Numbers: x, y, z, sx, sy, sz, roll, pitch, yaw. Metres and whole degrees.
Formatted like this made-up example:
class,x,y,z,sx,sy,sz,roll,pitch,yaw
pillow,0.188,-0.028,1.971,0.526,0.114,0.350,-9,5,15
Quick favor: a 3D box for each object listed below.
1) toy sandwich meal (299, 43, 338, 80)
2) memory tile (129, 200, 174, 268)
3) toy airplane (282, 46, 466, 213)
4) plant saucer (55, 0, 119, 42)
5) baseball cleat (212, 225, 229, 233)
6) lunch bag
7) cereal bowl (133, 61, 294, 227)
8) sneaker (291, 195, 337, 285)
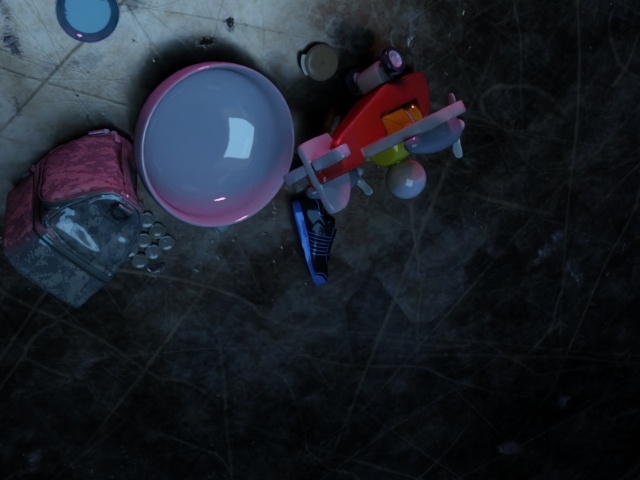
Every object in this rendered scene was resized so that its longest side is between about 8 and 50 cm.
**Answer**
class,x,y,z,sx,sy,sz,roll,pitch,yaw
toy sandwich meal,-0.003,-0.380,1.761,0.085,0.029,0.086,-7,110,-21
memory tile,-0.407,-0.014,1.839,0.113,0.012,0.148,-35,120,3
toy airplane,0.112,-0.180,1.692,0.384,0.386,0.272,-40,108,7
plant saucer,-0.450,-0.444,1.595,0.119,0.021,0.119,-7,118,-13
baseball cleat,-0.261,-0.109,1.811,0.109,0.072,0.206,-48,123,-7
lunch bag,-0.467,-0.065,1.631,0.256,0.305,0.212,-39,123,9
cereal bowl,-0.231,-0.204,1.693,0.339,0.141,0.339,-12,113,-30
sneaker,0.000,0.000,1.928,0.090,0.081,0.232,-15,119,-1
